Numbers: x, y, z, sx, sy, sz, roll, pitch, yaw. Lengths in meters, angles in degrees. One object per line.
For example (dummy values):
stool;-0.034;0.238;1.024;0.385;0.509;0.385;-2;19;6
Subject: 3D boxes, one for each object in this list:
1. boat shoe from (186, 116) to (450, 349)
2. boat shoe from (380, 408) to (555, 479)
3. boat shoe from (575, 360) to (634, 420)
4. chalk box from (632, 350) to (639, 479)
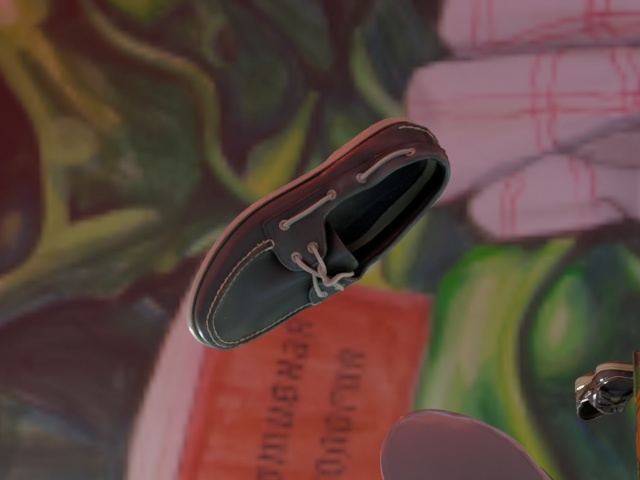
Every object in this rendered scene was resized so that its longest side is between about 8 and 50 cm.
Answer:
boat shoe;0.000;0.000;1.719;0.116;0.319;0.099;52;174;-30
boat shoe;0.155;0.211;1.169;0.096;0.267;0.088;-59;-6;-12
boat shoe;0.317;0.165;1.854;0.152;0.056;0.049;118;161;-72
chalk box;0.352;0.198;1.461;0.132;0.132;0.213;57;-152;-36
